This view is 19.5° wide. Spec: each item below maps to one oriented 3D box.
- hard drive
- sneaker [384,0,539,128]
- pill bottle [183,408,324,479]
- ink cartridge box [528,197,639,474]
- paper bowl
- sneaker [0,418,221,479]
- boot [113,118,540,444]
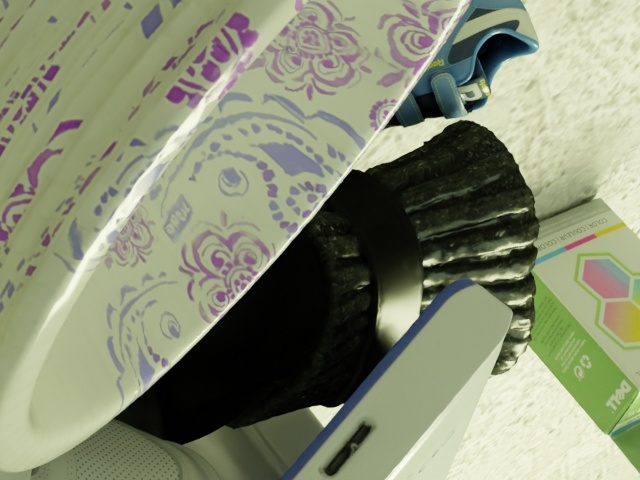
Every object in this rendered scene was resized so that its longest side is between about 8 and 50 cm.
[{"bbox_3d":[0.006,0.163,0.999,0.210,0.040,0.319,-48,167,-21],"label":"hard drive"},{"bbox_3d":[0.060,-0.092,1.046,0.144,0.059,0.053,-40,157,1],"label":"sneaker"},{"bbox_3d":[-0.112,0.195,1.161,0.272,0.152,0.152,-38,155,-6],"label":"pill bottle"},{"bbox_3d":[0.225,0.073,1.362,0.109,0.209,0.062,-21,151,-36],"label":"ink cartridge box"},{"bbox_3d":[-0.067,-0.071,0.639,0.284,0.148,0.284,-49,173,-8],"label":"paper bowl"},{"bbox_3d":[-0.183,0.069,0.774,0.366,0.137,0.210,9,131,-25],"label":"sneaker"},{"bbox_3d":[-0.001,-0.003,0.965,0.260,0.131,0.348,-14,158,-14],"label":"boot"}]
